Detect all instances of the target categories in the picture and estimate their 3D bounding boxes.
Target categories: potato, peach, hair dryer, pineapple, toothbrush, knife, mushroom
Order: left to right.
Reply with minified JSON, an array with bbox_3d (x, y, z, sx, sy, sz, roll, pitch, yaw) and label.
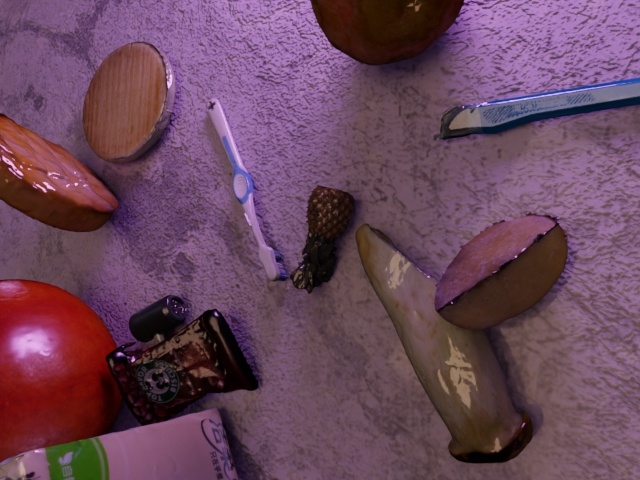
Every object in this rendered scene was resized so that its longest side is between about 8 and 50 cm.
[{"bbox_3d":[-0.546,0.255,0.863,0.388,0.388,0.388,-6,79,30],"label":"peach"},{"bbox_3d":[-0.264,0.202,0.893,0.100,0.057,0.198,-26,78,25],"label":"hair dryer"},{"bbox_3d":[-0.137,-0.100,0.865,0.040,0.040,0.386,-34,66,22],"label":"toothbrush"},{"bbox_3d":[0.000,0.000,0.752,0.074,0.074,0.159,20,97,32],"label":"pineapple"},{"bbox_3d":[0.072,-0.352,0.671,0.214,0.235,0.214,-10,74,39],"label":"peach"},{"bbox_3d":[0.144,0.110,0.637,0.107,0.087,0.333,-34,64,23],"label":"mushroom"},{"bbox_3d":[0.212,0.049,0.604,0.172,0.089,0.100,-39,18,-2],"label":"potato"},{"bbox_3d":[0.287,-0.165,0.631,0.296,0.026,0.044,-3,83,28],"label":"knife"}]

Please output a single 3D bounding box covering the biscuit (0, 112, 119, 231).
[{"bbox_3d":[-0.531,-0.119,0.956,0.296,0.296,0.102,42,96,29],"label":"biscuit"}]

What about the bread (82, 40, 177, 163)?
[{"bbox_3d":[-0.396,-0.283,1.050,0.267,0.040,0.267,-5,80,30],"label":"bread"}]

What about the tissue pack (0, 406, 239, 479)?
[{"bbox_3d":[-0.244,0.462,0.665,0.205,0.332,0.405,-32,68,25],"label":"tissue pack"}]

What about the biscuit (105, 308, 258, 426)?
[{"bbox_3d":[-0.228,0.211,0.832,0.235,0.063,0.151,-25,89,11],"label":"biscuit"}]
